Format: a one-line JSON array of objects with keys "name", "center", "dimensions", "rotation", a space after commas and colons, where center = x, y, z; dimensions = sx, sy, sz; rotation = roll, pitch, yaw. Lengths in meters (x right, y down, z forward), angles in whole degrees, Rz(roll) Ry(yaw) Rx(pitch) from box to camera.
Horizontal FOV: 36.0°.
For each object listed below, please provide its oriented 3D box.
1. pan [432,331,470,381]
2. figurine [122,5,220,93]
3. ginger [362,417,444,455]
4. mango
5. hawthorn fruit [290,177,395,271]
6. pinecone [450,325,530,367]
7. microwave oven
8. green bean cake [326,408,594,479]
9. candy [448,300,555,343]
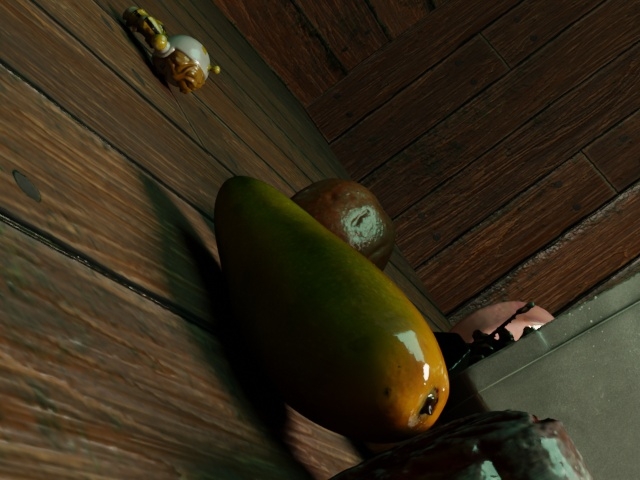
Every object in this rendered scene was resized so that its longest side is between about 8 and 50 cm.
[{"name": "pan", "center": [0.111, 0.146, 1.216], "dimensions": [0.202, 0.128, 0.048], "rotation": [-113, -172, -71]}, {"name": "figurine", "center": [-0.200, -0.250, 1.295], "dimensions": [0.143, 0.068, 0.101], "rotation": [38, -12, 39]}, {"name": "ginger", "center": [0.079, 0.185, 0.952], "dimensions": [0.115, 0.081, 0.205], "rotation": [-97, 160, -46]}, {"name": "mango", "center": [-0.003, 0.057, 0.808], "dimensions": [0.146, 0.129, 0.289], "rotation": [31, 14, -36]}, {"name": "hawthorn fruit", "center": [0.016, -0.006, 1.181], "dimensions": [0.149, 0.149, 0.189], "rotation": [54, 3, 3]}, {"name": "pinecone", "center": [0.216, 0.212, 1.232], "dimensions": [0.179, 0.184, 0.204], "rotation": [44, 46, -47]}, {"name": "microwave oven", "center": [0.369, 0.204, 1.028], "dimensions": [0.374, 0.432, 0.236], "rotation": [60, -18, 15]}, {"name": "green bean cake", "center": [0.061, 0.183, 0.634], "dimensions": [0.097, 0.199, 0.232], "rotation": [64, -7, 9]}, {"name": "candy", "center": [0.312, 0.227, 1.680], "dimensions": [0.255, 0.255, 0.094], "rotation": [50, 9, -30]}]
